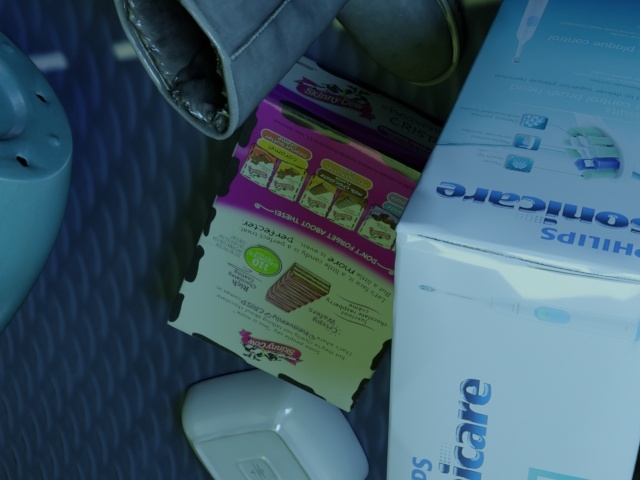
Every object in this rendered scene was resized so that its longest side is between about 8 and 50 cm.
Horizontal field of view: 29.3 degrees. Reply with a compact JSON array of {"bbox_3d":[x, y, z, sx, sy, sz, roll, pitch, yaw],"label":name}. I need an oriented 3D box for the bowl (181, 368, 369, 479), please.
[{"bbox_3d":[-0.044,0.181,1.048,0.142,0.053,0.142,-14,121,30],"label":"bowl"}]

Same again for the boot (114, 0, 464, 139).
[{"bbox_3d":[-0.007,-0.122,0.696,0.076,0.208,0.189,-27,112,36],"label":"boot"}]

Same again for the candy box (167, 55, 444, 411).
[{"bbox_3d":[0.000,0.000,0.878,0.159,0.071,0.233,27,130,0],"label":"candy box"}]

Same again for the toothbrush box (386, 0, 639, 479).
[{"bbox_3d":[0.133,0.005,0.682,0.126,0.295,0.216,12,128,15],"label":"toothbrush box"}]

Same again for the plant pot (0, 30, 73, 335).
[{"bbox_3d":[-0.312,-0.037,0.848,0.293,0.293,0.235,42,114,-12],"label":"plant pot"}]
